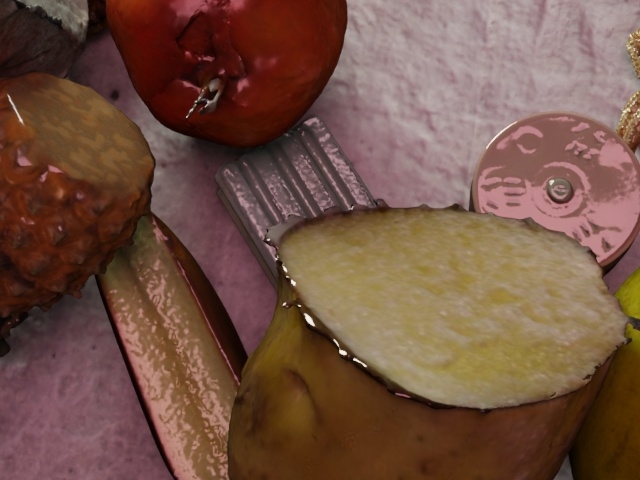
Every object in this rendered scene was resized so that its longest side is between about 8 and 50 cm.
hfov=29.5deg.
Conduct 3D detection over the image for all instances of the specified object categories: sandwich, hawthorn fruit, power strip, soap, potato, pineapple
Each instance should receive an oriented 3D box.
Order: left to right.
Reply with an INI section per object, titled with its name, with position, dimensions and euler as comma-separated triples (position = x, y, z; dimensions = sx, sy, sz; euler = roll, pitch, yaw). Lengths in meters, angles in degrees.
[pineapple]
position = -0.279, 0.028, 0.989
dimensions = 0.169, 0.169, 0.340
euler = 47, 114, 12
[sandwich]
position = -0.113, 0.102, 1.026
dimensions = 0.094, 0.096, 0.258
euler = -24, 75, -2
[hawthorn fruit]
position = -0.078, -0.171, 1.023
dimensions = 0.211, 0.211, 0.299
euler = -2, 32, -1
[soap]
position = 0.000, 0.000, 1.072
dimensions = 0.114, 0.063, 0.198
euler = -28, 75, -10
[potato]
position = 0.069, 0.134, 0.916
dimensions = 0.288, 0.237, 0.301
euler = -1, 28, -15
[power strip]
position = 0.207, -0.035, 1.070
dimensions = 0.154, 0.078, 0.154
euler = -1, 75, 5

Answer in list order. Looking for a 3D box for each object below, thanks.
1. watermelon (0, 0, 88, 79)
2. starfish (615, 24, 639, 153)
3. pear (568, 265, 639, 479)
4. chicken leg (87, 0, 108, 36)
[watermelon]
position = -0.307, -0.191, 1.011
dimensions = 0.258, 0.387, 0.228
euler = -18, 54, -42
[starfish]
position = 0.341, -0.139, 1.122
dimensions = 0.150, 0.053, 0.210
euler = 38, 75, 6
[pear]
position = 0.317, 0.134, 0.933
dimensions = 0.252, 0.253, 0.307
euler = 10, 76, 3
[chicken leg]
position = -0.207, -0.277, 1.162
dimensions = 0.085, 0.069, 0.198
euler = 5, 64, 26
